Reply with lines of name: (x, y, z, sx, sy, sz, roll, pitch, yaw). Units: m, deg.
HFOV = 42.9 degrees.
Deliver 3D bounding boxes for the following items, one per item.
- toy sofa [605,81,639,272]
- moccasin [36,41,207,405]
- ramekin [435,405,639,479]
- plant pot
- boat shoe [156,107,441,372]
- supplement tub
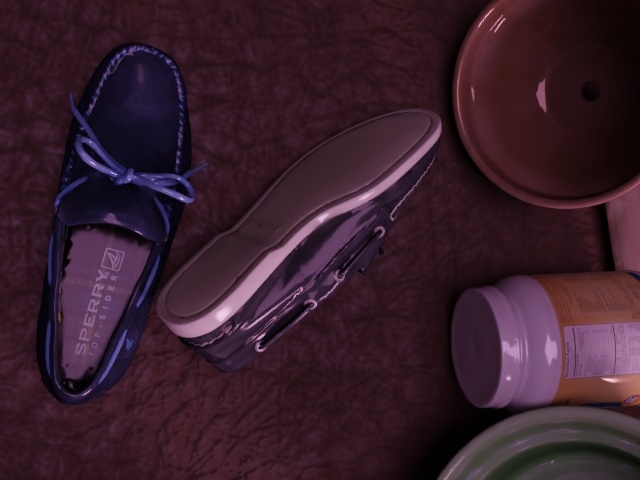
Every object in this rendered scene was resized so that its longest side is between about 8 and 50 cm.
toy sofa: (0.432, -0.006, 0.910, 0.150, 0.177, 0.362, -13, 94, -38)
moccasin: (-0.178, -0.015, 0.749, 0.138, 0.117, 0.341, 7, 89, -15)
ramekin: (0.254, 0.319, 0.782, 0.304, 0.148, 0.303, -8, 70, 22)
plant pot: (0.266, -0.156, 0.842, 0.110, 0.238, 0.237, -15, 95, -54)
boat shoe: (0.002, 0.001, 0.802, 0.340, 0.127, 0.113, -44, 128, -23)
supplement tub: (0.251, 0.105, 0.849, 0.200, 0.144, 0.144, -2, 91, -14)
